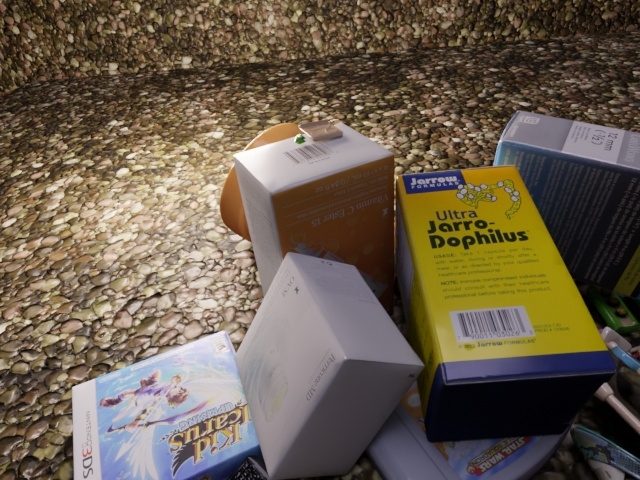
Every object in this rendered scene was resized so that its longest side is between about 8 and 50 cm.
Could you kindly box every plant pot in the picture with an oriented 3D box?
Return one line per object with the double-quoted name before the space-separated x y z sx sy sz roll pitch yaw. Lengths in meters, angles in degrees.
"plant pot" -0.050 -0.086 1.035 0.203 0.291 0.291 37 52 21

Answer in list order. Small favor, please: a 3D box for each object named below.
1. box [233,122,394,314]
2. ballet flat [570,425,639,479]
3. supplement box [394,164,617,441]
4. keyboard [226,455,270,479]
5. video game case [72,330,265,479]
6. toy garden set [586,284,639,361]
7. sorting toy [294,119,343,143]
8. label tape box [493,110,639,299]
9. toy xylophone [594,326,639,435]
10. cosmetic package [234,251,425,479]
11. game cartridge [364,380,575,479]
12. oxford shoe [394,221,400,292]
"box" 0.000 0.000 0.828 0.215 0.345 0.168 -22 38 -19
"ballet flat" 0.409 0.318 0.589 0.070 0.070 0.188 -33 41 -31
"supplement box" 0.229 0.080 0.682 0.195 0.194 0.357 -5 49 2
"keyboard" -0.063 0.371 0.579 0.192 0.038 0.100 31 70 33
"video game case" -0.240 0.286 0.724 0.269 0.061 0.244 -19 40 -17
"toy garden set" 0.563 0.134 0.787 0.244 0.049 0.204 -11 36 8
"sorting toy" -0.012 -0.181 0.773 0.083 0.012 0.062 -17 41 -20
"label tape box" 0.466 -0.052 0.769 0.347 0.249 0.115 19 50 24
"toy xylophone" 0.469 0.245 0.577 0.081 0.236 0.323 -52 47 14
"cosmetic package" -0.005 0.178 0.671 0.138 0.224 0.225 13 26 -33
"game cartridge" 0.217 0.274 0.681 0.297 0.062 0.198 -22 36 -20
"oxford shoe" 0.190 0.068 0.899 0.363 0.130 0.133 24 52 33
